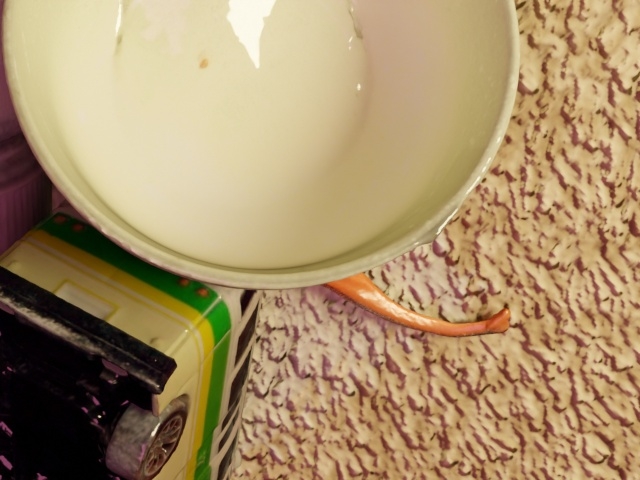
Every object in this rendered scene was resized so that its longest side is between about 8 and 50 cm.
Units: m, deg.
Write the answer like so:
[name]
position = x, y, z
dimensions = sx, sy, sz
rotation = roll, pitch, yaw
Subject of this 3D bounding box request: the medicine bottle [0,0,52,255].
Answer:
[medicine bottle]
position = -0.239, -0.120, 0.880
dimensions = 0.165, 0.165, 0.273
rotation = 9, 120, 6

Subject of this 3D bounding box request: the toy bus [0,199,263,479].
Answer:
[toy bus]
position = -0.131, 0.110, 0.949
dimensions = 0.143, 0.179, 0.305
rotation = 25, 137, 15

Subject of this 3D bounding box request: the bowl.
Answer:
[bowl]
position = -0.037, -0.095, 0.832
dimensions = 0.277, 0.145, 0.277
rotation = 2, 78, -8

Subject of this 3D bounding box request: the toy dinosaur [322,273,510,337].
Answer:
[toy dinosaur]
position = 0.002, -0.004, 0.960
dimensions = 0.280, 0.055, 0.101
rotation = 20, 131, 0
